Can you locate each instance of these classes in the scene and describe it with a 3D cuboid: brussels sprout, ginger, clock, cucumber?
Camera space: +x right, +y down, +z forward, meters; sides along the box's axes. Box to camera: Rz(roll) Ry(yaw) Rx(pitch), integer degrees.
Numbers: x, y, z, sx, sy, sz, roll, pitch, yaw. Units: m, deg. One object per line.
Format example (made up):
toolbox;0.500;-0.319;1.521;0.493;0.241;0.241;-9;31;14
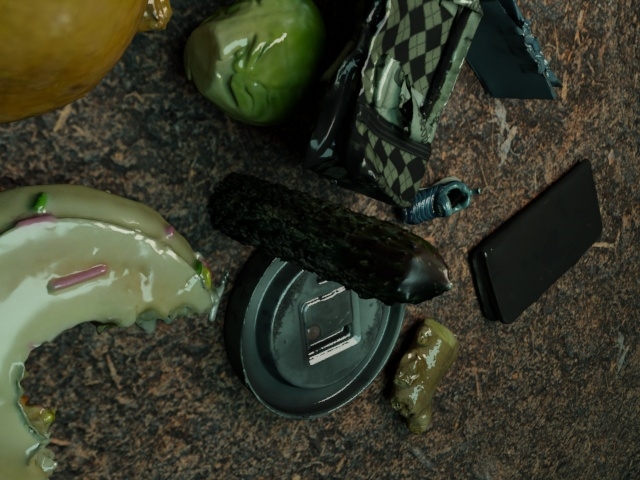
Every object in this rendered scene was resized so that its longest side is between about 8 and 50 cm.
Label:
brussels sprout;-0.069;-0.213;0.786;0.181;0.161;0.144;-24;78;-30
ginger;0.173;0.245;1.171;0.137;0.074;0.213;14;101;-40
clock;-0.002;0.116;0.997;0.312;0.061;0.312;-13;111;-35
cucumber;0.000;0.000;0.771;0.096;0.359;0.096;-16;116;-37

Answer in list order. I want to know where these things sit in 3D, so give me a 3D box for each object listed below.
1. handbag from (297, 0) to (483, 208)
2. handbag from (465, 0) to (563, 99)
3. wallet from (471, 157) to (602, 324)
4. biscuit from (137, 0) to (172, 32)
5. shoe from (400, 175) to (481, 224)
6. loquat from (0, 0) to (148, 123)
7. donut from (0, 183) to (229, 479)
handbag;0.092;-0.253;0.814;0.317;0.180;0.416;-8;113;-75
handbag;0.282;-0.306;1.036;0.057;0.144;0.221;-52;130;-6
wallet;0.448;0.002;1.324;0.377;0.051;0.197;-36;120;-25
biscuit;-0.233;-0.391;0.637;0.054;0.094;0.378;-68;151;-63
shoe;0.193;-0.061;1.091;0.143;0.071;0.064;-21;115;-27
loquat;-0.284;-0.253;0.500;0.328;0.328;0.328;-13;111;-35
donut;-0.307;0.103;0.696;0.371;0.150;0.307;-55;128;-12
